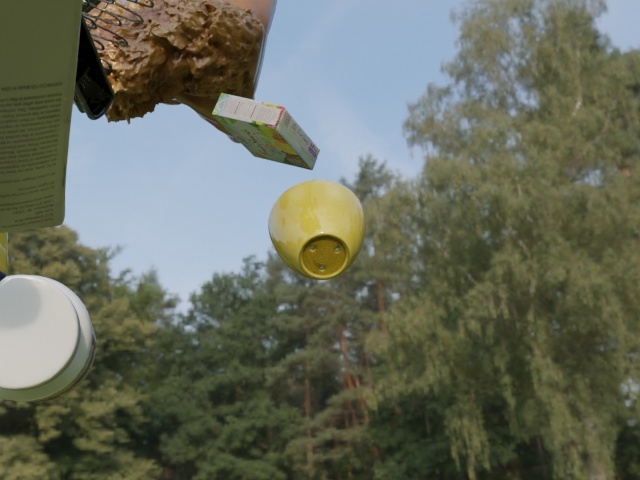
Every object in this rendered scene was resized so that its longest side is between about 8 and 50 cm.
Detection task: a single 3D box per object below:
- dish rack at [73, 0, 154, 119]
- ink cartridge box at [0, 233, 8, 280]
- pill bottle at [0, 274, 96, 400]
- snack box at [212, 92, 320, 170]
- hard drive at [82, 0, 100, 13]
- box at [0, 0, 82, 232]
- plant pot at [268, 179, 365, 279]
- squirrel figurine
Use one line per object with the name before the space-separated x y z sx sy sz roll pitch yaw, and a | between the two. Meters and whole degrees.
dish rack | -0.203 -0.279 0.811 0.074 0.271 0.208 24 -19 5
ink cartridge box | -0.346 -0.085 0.615 0.072 0.307 0.303 -22 -32 7
pill bottle | -0.534 0.185 1.536 0.224 0.224 0.392 0 -12 -13
snack box | -0.072 -0.147 1.139 0.100 0.037 0.141 17 -12 25
hard drive | -0.269 -0.386 0.871 0.064 0.237 0.339 33 -24 10
box | -0.199 -0.196 0.461 0.058 0.322 0.232 -7 -42 -28
plant pot | 0.000 0.000 1.099 0.134 0.095 0.134 -3 -62 -5
squirrel figurine | -0.281 -0.326 1.370 0.370 0.281 0.397 13 10 -4
